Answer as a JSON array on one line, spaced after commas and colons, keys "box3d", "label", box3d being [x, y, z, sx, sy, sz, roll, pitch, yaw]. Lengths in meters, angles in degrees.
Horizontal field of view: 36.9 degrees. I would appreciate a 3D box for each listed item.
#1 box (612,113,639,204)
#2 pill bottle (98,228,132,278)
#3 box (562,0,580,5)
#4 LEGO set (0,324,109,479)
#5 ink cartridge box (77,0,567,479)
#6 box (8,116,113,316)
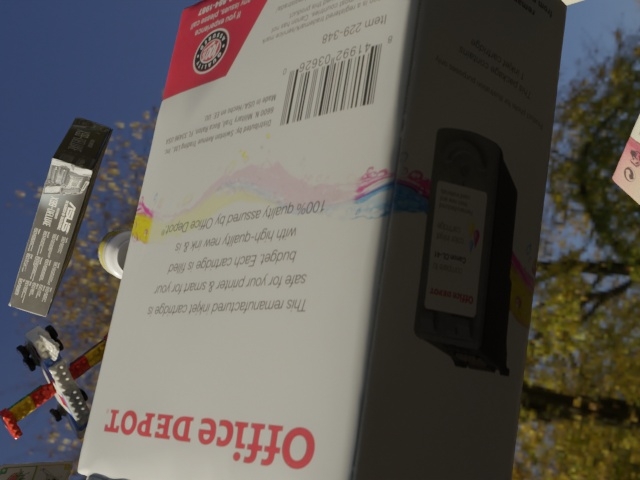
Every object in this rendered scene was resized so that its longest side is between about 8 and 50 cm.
[{"box3d": [0.401, -0.046, 0.840, 0.148, 0.232, 0.127, -14, -42, -27], "label": "box"}, {"box3d": [-0.249, 0.019, 1.242, 0.065, 0.116, 0.065, -1, -86, -20], "label": "pill bottle"}, {"box3d": [0.098, -0.224, 0.784, 0.094, 0.275, 0.113, 59, -140, -28], "label": "box"}, {"box3d": [-0.202, 0.166, 0.832, 0.244, 0.060, 0.182, 12, -80, -49], "label": "LEGO set"}, {"box3d": [0.000, 0.000, 0.542, 0.131, 0.226, 0.306, 20, -107, -40], "label": "ink cartridge box"}, {"box3d": [-0.481, -0.050, 1.781, 0.242, 0.076, 0.307, -100, 31, -66], "label": "box"}]
